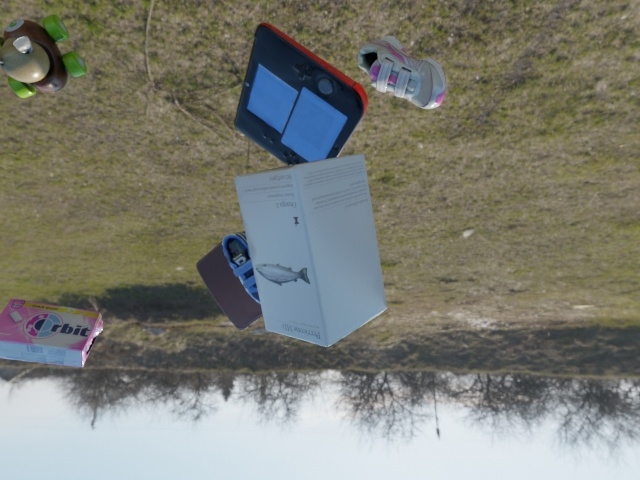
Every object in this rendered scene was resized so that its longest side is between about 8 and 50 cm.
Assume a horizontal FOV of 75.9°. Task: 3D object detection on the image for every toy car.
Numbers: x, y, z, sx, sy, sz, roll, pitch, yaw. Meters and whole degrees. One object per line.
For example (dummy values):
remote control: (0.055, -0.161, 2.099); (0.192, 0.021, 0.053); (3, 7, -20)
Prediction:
toy car: (-0.606, -0.382, 0.832); (0.154, 0.149, 0.188); (-23, -163, -1)

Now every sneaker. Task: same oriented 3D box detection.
sneaker: (0.171, -0.369, 0.922); (0.111, 0.252, 0.103); (-22, 142, -26)
sneaker: (-0.119, 0.047, 0.677); (0.053, 0.144, 0.059); (-36, 170, 0)

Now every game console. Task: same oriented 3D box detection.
game console: (-0.073, -0.359, 1.161); (0.341, 0.060, 0.387); (31, 146, -5)

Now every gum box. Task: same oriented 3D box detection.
gum box: (-0.576, 0.197, 0.873); (0.188, 0.107, 0.062); (13, 126, -15)

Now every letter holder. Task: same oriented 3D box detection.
letter holder: (-0.288, 0.150, 1.533); (0.214, 0.302, 0.152); (-37, 175, 19)

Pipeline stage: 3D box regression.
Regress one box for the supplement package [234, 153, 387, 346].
supplement package: (-0.008, 0.005, 0.452); (0.105, 0.180, 0.105); (1, -165, 45)
